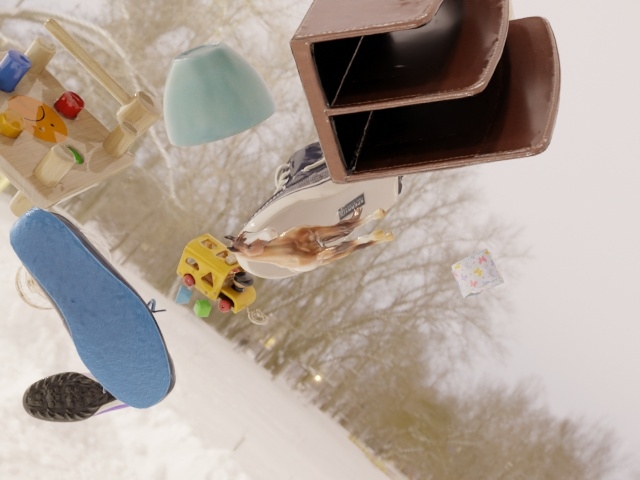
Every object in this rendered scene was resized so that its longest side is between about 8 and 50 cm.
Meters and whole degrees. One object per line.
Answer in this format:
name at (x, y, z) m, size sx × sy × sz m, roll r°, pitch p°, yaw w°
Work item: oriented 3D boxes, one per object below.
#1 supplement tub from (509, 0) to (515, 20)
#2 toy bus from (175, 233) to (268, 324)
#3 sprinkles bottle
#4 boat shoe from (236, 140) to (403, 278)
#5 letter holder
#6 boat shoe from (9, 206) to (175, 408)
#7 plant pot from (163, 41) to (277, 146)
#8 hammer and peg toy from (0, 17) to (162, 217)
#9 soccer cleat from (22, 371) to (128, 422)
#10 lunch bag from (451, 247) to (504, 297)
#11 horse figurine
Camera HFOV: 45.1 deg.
supplement tub at (0.265, -0.372, 1.503) m, size 0.241 × 0.241 × 0.331 m, roll 34°, pitch -20°, yaw 41°
toy bus at (-0.204, 0.071, 1.650) m, size 0.202 × 0.104 × 0.191 m, roll 10°, pitch 32°, yaw -22°
sprinkles bottle at (-0.475, 0.062, 1.404) m, size 0.121 × 0.121 × 0.355 m, roll 44°, pitch -24°, yaw -15°
boat shoe at (-0.031, -0.059, 1.213) m, size 0.158 × 0.340 × 0.127 m, roll 24°, pitch -51°, yaw 39°
letter holder at (0.123, -0.210, 0.770) m, size 0.214 × 0.302 × 0.152 m, roll -5°, pitch -53°, yaw 19°
boat shoe at (-0.239, 0.068, 0.864) m, size 0.258 × 0.109 × 0.089 m, roll 58°, pitch -3°, yaw 8°
plant pot at (-0.275, -0.384, 1.943) m, size 0.290 × 0.290 × 0.195 m, roll 28°, pitch -40°, yaw 57°
hammer and peg toy at (-0.414, -0.194, 1.184) m, size 0.266 × 0.127 × 0.361 m, roll 45°, pitch 24°, yaw -4°
soccer cleat at (-0.476, 0.331, 1.673) m, size 0.116 × 0.318 × 0.108 m, roll 132°, pitch -53°, yaw -65°
lunch bag at (0.303, 0.065, 1.495) m, size 0.053 × 0.083 × 0.071 m, roll 29°, pitch 37°, yaw -63°
horse figurine at (0.000, 0.000, 0.969) m, size 0.263 × 0.174 × 0.066 m, roll -12°, pitch 87°, yaw -81°
